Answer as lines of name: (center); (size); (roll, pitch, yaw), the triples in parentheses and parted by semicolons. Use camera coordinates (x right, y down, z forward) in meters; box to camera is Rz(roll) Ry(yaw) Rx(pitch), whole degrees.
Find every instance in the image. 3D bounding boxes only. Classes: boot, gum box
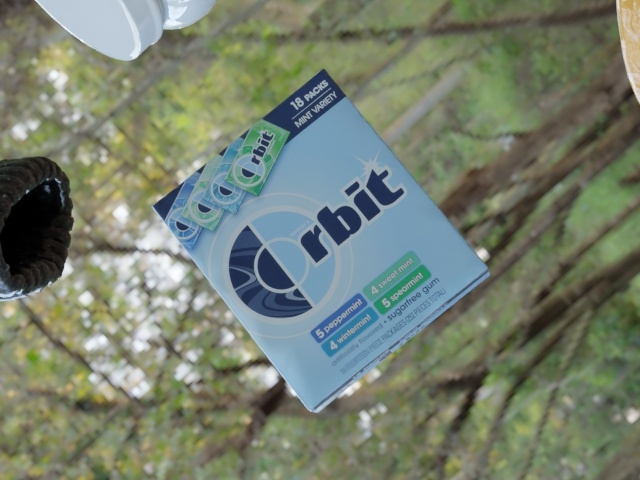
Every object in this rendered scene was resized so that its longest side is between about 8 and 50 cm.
boot: (-0.371, 0.040, 1.211); (0.348, 0.260, 0.131); (-71, -19, -46)
gum box: (0.000, 0.000, 1.034); (0.184, 0.157, 0.041); (51, -179, 11)

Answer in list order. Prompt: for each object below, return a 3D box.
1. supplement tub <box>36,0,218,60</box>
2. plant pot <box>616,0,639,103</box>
supplement tub: (-0.089, -0.221, 0.898); (0.144, 0.199, 0.144); (36, 161, 15)
plant pot: (0.205, -0.089, 0.467); (0.188, 0.205, 0.205); (6, 163, 34)
